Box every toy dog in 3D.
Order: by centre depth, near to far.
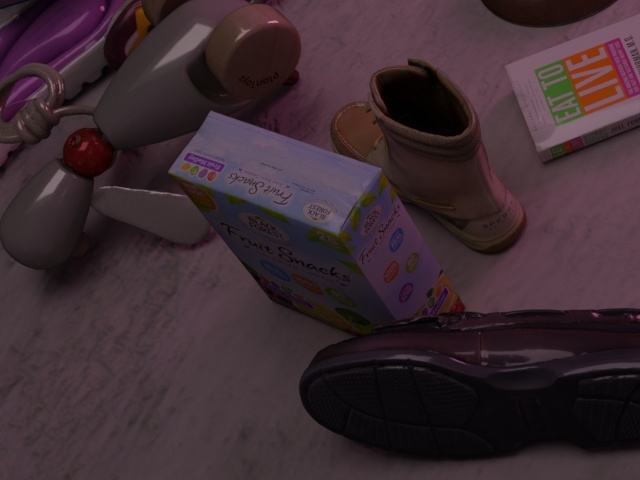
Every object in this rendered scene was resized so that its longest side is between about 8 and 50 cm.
[{"bbox_3d":[-0.140,-0.106,1.509,0.333,0.161,0.220,-32,53,21],"label":"toy dog"}]

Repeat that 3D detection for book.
[{"bbox_3d":[0.241,-0.132,1.397,0.144,0.035,0.096,-22,55,9],"label":"book"}]

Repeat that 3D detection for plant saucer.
[{"bbox_3d":[0.217,-0.270,1.504,0.168,0.029,0.168,-12,54,17],"label":"plant saucer"}]

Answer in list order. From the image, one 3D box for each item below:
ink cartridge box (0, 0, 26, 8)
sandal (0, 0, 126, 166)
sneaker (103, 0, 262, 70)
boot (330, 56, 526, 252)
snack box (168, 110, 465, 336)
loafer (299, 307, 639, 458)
[{"bbox_3d":[-0.276,-0.415,1.672,0.223,0.129,0.307,-17,60,1],"label":"ink cartridge box"},{"bbox_3d":[-0.360,-0.149,1.643,0.416,0.102,0.169,-44,50,-9],"label":"sandal"},{"bbox_3d":[-0.128,-0.221,1.606,0.185,0.069,0.084,-39,45,-3],"label":"sneaker"},{"bbox_3d":[0.069,-0.093,1.359,0.077,0.165,0.213,-46,52,-10],"label":"boot"},{"bbox_3d":[0.000,0.000,1.302,0.174,0.207,0.070,21,68,35],"label":"snack box"},{"bbox_3d":[0.138,0.100,1.251,0.302,0.109,0.095,-1,38,17],"label":"loafer"}]
